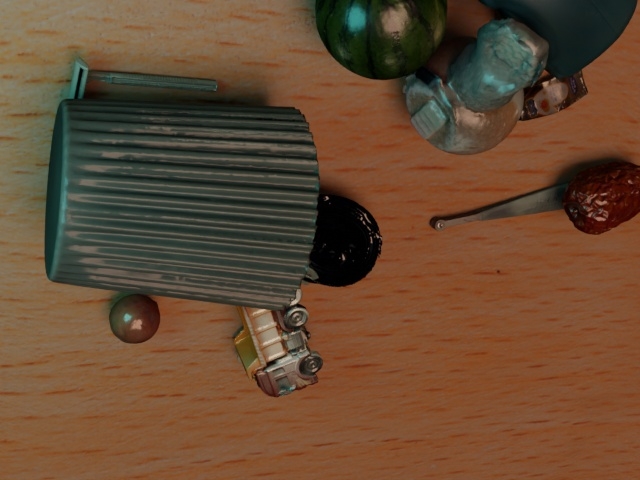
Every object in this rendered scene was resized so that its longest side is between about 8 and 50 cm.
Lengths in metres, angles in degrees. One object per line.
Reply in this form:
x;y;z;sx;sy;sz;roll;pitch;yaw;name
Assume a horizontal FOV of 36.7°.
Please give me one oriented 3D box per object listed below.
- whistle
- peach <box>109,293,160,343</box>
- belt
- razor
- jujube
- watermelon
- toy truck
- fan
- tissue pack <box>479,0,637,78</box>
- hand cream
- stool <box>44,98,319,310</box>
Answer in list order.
0.244;-0.240;1.419;0.189;0.348;0.189;4;75;-15;whistle
-0.296;0.125;1.550;0.083;0.083;0.083;-11;125;-16;peach
0.000;0.000;1.561;0.198;0.078;0.151;19;85;-33;belt
-0.248;-0.225;1.376;0.211;0.035;0.084;-4;147;-27;razor
0.513;-0.081;1.724;0.176;0.109;0.112;-23;125;-27;jujube
0.082;-0.326;1.337;0.188;0.188;0.214;-32;151;0;watermelon
-0.089;0.141;1.625;0.135;0.114;0.270;-21;125;-8;toy truck
0.327;-0.059;1.722;0.282;0.023;0.057;-11;126;-17;fan
0.321;-0.392;1.389;0.287;0.198;0.206;34;106;-33;tissue pack
0.375;-0.239;1.614;0.163;0.039;0.062;-26;111;-8;hand cream
-0.204;-0.054;1.348;0.330;0.297;0.297;3;120;-20;stool
